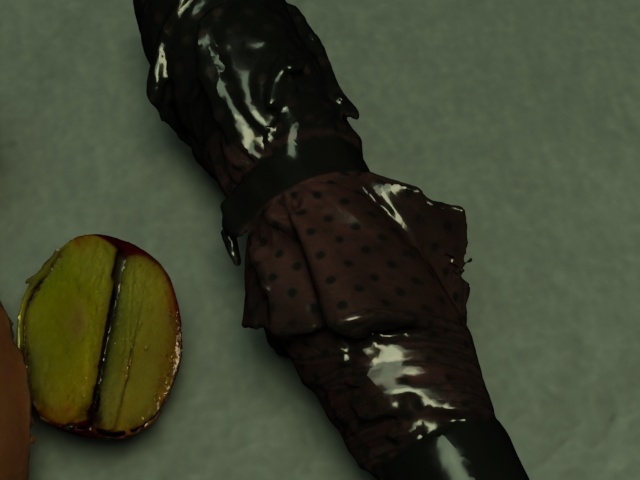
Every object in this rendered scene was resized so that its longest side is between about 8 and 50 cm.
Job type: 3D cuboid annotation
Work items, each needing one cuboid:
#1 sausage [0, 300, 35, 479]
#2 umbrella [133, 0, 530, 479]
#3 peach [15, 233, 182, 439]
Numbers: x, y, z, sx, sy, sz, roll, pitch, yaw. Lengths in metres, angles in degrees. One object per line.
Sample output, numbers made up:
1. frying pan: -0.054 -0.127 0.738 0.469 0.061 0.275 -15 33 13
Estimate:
1. sausage: -0.169 0.149 0.509 0.087 0.079 0.327 13 64 -5
2. umbrella: 0.000 0.000 0.578 0.094 0.090 0.326 -10 59 -28
3. peach: -0.089 0.044 0.577 0.077 0.050 0.083 -45 47 13
